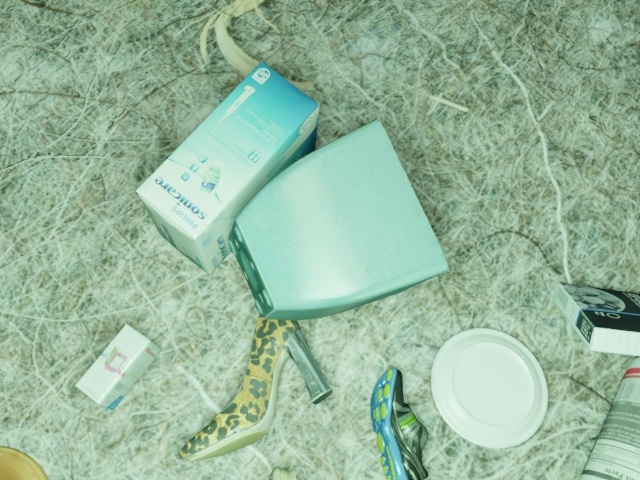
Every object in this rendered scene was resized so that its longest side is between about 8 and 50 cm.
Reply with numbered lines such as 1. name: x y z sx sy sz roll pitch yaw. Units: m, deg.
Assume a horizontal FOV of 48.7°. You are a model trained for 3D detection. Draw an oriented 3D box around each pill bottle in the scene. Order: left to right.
1. pill bottle: 0.503 0.352 1.076 0.176 0.176 0.318 29 74 6

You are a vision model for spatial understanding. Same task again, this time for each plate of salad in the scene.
1. plate of salad: 0.276 0.243 1.168 0.200 0.048 0.199 4 64 -8

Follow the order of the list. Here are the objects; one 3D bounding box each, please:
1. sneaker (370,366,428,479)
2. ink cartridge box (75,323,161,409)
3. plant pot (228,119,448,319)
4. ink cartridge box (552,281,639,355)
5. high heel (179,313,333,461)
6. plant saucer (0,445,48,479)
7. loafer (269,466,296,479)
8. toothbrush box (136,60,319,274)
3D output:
1. sneaker: 0.131 0.300 1.142 0.078 0.067 0.188 0 69 -25
2. ink cartridge box: -0.319 0.202 1.130 0.052 0.088 0.122 36 74 11
3. plant pot: 0.000 0.000 1.098 0.252 0.248 0.247 -22 83 -16
4. ink cartridge box: 0.507 0.132 1.141 0.209 0.206 0.045 9 106 0
5. high heel: -0.134 0.227 1.142 0.261 0.093 0.186 -27 66 -10
6. plant saucer: -0.514 0.417 1.080 0.200 0.037 0.199 1 73 -2
7. loafer: 0.000 0.460 1.064 0.092 0.102 0.268 -22 84 -11
8. toothbrush box: -0.143 -0.112 1.173 0.126 0.216 0.295 39 74 9
